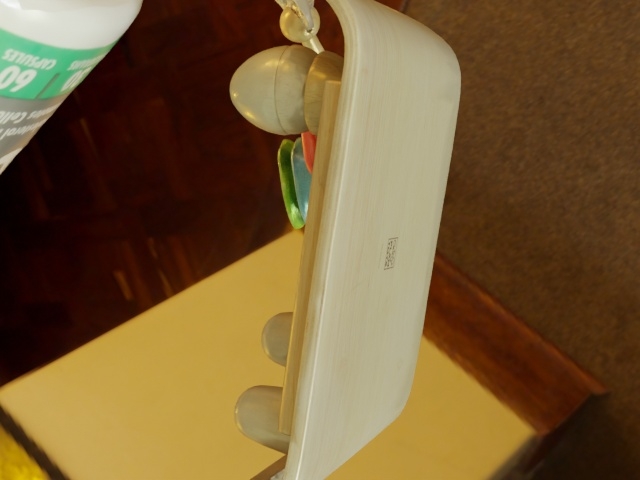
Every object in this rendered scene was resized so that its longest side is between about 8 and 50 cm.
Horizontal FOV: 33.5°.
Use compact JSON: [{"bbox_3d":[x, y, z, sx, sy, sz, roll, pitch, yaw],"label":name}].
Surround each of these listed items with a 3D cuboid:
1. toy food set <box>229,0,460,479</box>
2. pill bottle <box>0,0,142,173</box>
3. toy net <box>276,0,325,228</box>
[{"bbox_3d":[0.000,0.000,0.639,0.092,0.220,0.306,11,97,19],"label":"toy food set"},{"bbox_3d":[-0.288,-0.084,0.627,0.361,0.204,0.204,-41,81,26],"label":"pill bottle"},{"bbox_3d":[-0.019,-0.116,0.743,0.045,0.122,0.232,-6,104,12],"label":"toy net"}]
